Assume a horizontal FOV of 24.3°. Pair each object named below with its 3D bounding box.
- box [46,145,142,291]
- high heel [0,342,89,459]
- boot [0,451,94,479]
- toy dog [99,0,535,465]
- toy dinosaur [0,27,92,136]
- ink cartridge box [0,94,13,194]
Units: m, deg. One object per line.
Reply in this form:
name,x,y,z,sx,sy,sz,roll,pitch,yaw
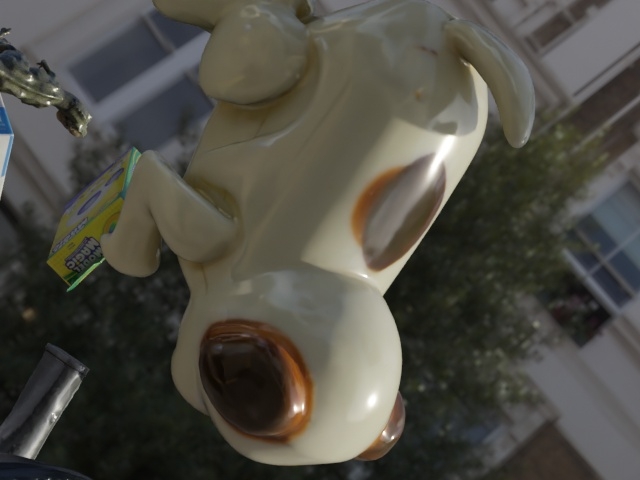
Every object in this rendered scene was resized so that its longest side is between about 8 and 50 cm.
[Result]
box,-0.218,-0.021,1.481,0.043,0.105,0.179,46,13,-20
high heel,-0.343,0.126,1.254,0.261,0.186,0.093,29,-7,21
boot,-0.254,0.119,0.893,0.246,0.094,0.207,23,12,-48
toy dog,0.000,0.000,1.331,0.395,0.408,0.284,7,-11,27
toy dinosaur,-0.346,-0.186,1.567,0.118,0.064,0.268,41,11,34
ink cartridge box,-0.277,-0.095,1.126,0.122,0.052,0.088,65,-32,30
